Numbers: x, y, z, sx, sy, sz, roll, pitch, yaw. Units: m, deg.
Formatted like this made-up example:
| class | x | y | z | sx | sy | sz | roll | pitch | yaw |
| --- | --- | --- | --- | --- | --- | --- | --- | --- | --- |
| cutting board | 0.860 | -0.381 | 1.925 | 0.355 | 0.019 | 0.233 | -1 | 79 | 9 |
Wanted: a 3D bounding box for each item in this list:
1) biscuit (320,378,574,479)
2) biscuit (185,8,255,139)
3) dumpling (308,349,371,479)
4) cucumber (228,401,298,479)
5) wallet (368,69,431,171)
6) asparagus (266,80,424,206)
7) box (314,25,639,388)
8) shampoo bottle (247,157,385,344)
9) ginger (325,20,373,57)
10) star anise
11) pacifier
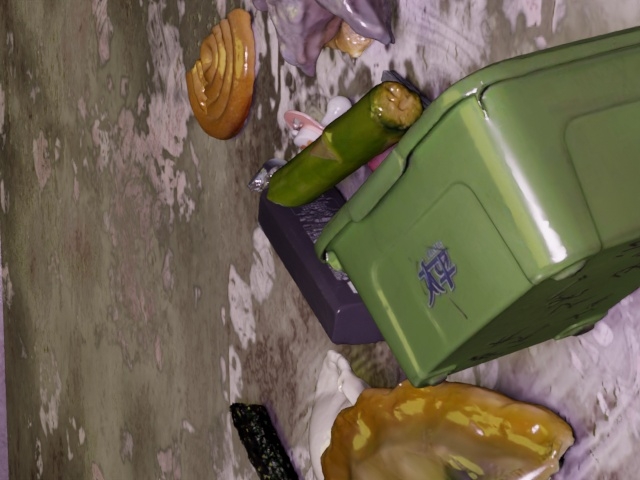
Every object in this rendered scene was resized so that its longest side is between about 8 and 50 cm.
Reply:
| class | x | y | z | sx | sy | sz | roll | pitch | yaw |
| --- | --- | --- | --- | --- | --- | --- | --- | --- | --- |
| biscuit | 0.128 | 0.296 | 1.539 | 0.329 | 0.078 | 0.335 | -12 | 95 | 46 |
| biscuit | -0.136 | -0.209 | 2.152 | 0.224 | 0.033 | 0.145 | 142 | 121 | -62 |
| dumpling | 0.056 | 0.227 | 1.689 | 0.151 | 0.124 | 0.229 | -1 | 114 | 65 |
| cucumber | -0.070 | 0.277 | 2.066 | 0.181 | 0.053 | 0.053 | -120 | 35 | -42 |
| wallet | 0.109 | -0.077 | 1.645 | 0.232 | 0.025 | 0.119 | -129 | 41 | -53 |
| asparagus | 0.022 | -0.096 | 1.708 | 0.277 | 0.067 | 0.060 | -37 | 73 | 60 |
| box | 0.171 | -0.019 | 1.276 | 0.178 | 0.252 | 0.329 | 65 | 152 | 13 |
| shampoo bottle | 0.001 | 0.000 | 1.807 | 0.309 | 0.098 | 0.071 | -123 | 32 | -47 |
| ginger | 0.008 | -0.260 | 1.797 | 0.165 | 0.067 | 0.096 | 19 | 102 | 47 |
| star anise | -0.019 | -0.318 | 1.696 | 0.359 | 0.139 | 0.316 | -47 | 48 | 37 |
| pacifier | 0.008 | -0.130 | 1.817 | 0.078 | 0.099 | 0.081 | -60 | -2 | -13 |
